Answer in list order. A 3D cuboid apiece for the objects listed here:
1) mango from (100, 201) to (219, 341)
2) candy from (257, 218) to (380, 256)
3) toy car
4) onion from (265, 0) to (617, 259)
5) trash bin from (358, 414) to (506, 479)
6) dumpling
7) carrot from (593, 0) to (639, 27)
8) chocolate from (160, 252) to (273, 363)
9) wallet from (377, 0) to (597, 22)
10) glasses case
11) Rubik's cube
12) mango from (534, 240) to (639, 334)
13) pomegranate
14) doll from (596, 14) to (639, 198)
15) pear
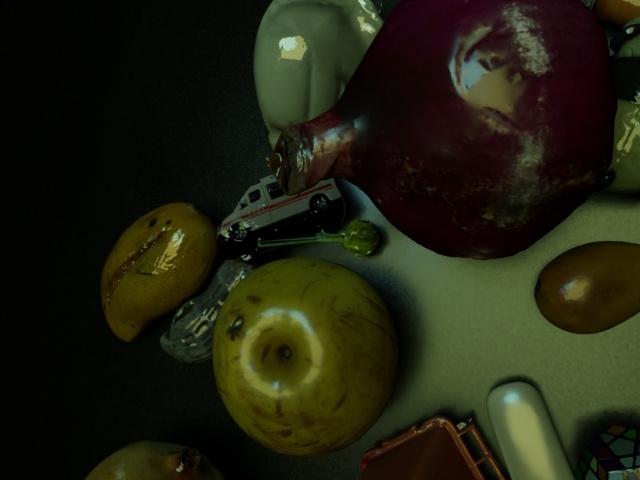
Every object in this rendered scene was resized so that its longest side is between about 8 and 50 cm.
[{"bbox_3d":[-0.300,0.055,0.908,0.295,0.120,0.177,-42,70,14],"label":"mango"},{"bbox_3d":[0.000,0.000,0.773,0.193,0.062,0.058,-4,77,-20],"label":"candy"},{"bbox_3d":[-0.069,-0.047,0.800,0.209,0.089,0.108,-22,66,-7],"label":"toy car"},{"bbox_3d":[0.125,-0.127,0.602,0.384,0.348,0.348,-13,81,-6],"label":"onion"},{"bbox_3d":[0.133,0.337,0.649,0.184,0.238,0.161,-34,75,15],"label":"trash bin"},{"bbox_3d":[0.009,-0.253,0.800,0.226,0.243,0.175,9,56,6],"label":"dumpling"},{"bbox_3d":[0.452,-0.266,0.657,0.066,0.062,0.271,-41,74,-19],"label":"carrot"},{"bbox_3d":[-0.166,0.116,0.861,0.248,0.110,0.110,-44,72,14],"label":"chocolate"},{"bbox_3d":[0.230,-0.355,0.735,0.317,0.045,0.173,21,97,32],"label":"wallet"},{"bbox_3d":[0.289,0.293,0.687,0.080,0.051,0.204,-21,76,18],"label":"glasses case"},{"bbox_3d":[0.381,0.292,0.619,0.133,0.133,0.112,55,135,16],"label":"Rubik's cube"},{"bbox_3d":[0.359,0.054,0.659,0.163,0.089,0.111,-34,86,7],"label":"mango"},{"bbox_3d":[-0.260,0.439,0.800,0.264,0.264,0.265,-1,86,22],"label":"pomegranate"},{"bbox_3d":[0.393,-0.163,0.622,0.143,0.135,0.235,25,102,24],"label":"doll"},{"bbox_3d":[-0.023,0.156,0.713,0.280,0.280,0.281,-1,86,22],"label":"pear"}]
